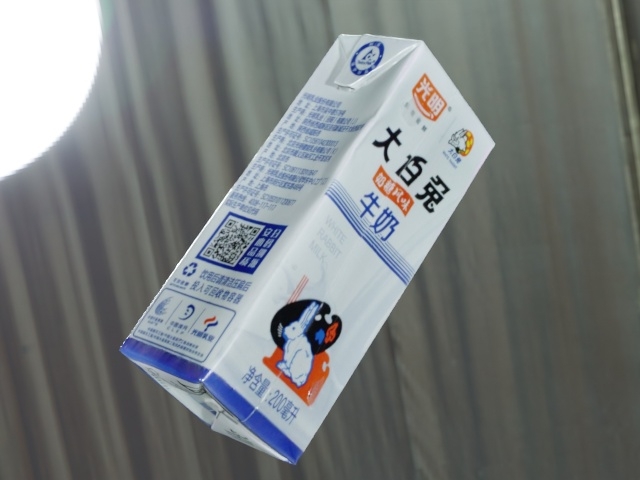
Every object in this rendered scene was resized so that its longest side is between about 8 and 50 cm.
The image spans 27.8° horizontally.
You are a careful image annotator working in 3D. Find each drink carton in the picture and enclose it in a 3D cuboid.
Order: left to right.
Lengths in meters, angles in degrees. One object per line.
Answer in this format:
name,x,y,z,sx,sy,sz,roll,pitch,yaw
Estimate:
drink carton,0.000,0.000,0.989,0.106,0.130,0.315,16,65,45
